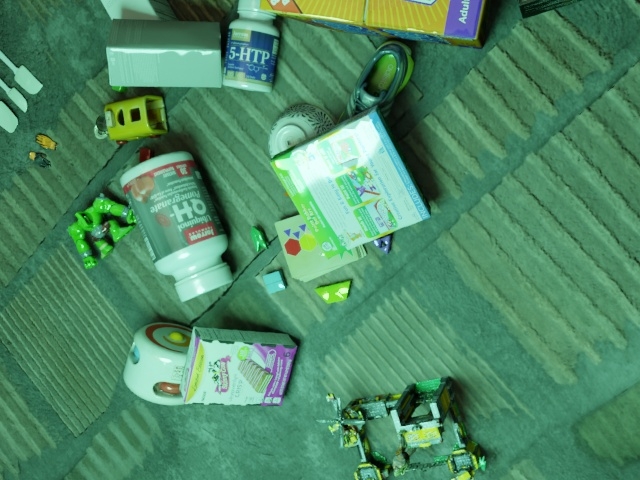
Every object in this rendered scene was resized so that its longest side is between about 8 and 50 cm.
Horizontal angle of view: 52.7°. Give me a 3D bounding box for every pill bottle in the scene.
[{"bbox_3d":[-0.320,-0.028,1.485,0.176,0.176,0.318,-24,89,21],"label":"pill bottle"},{"bbox_3d":[-0.148,-0.422,1.405,0.112,0.112,0.187,12,101,18],"label":"pill bottle"}]

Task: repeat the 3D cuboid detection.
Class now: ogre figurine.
[{"bbox_3d":[-0.548,-0.033,1.613,0.118,0.097,0.197,47,121,-4],"label":"ogre figurine"}]

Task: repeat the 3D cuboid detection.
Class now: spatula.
[{"bbox_3d":[-0.855,-0.420,1.713,0.242,0.019,0.168,43,110,10],"label":"spatula"}]

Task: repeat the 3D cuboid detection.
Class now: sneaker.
[{"bbox_3d":[0.093,-0.271,1.327,0.111,0.121,0.300,24,105,9],"label":"sneaker"}]

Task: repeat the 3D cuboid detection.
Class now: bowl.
[{"bbox_3d":[-0.051,-0.213,1.415,0.170,0.080,0.170,3,99,20],"label":"bowl"}]

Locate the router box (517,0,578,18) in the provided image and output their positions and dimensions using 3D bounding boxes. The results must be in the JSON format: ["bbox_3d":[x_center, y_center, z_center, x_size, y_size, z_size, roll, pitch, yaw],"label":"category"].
[{"bbox_3d":[0.448,-0.461,1.171,0.179,0.133,0.046,-12,93,21],"label":"router box"}]

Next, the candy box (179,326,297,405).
[{"bbox_3d":[-0.185,0.287,1.460,0.233,0.071,0.159,8,104,-26],"label":"candy box"}]

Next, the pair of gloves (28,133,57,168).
[{"bbox_3d":[-0.729,-0.234,1.695,0.074,0.010,0.083,27,106,14],"label":"pair of gloves"}]

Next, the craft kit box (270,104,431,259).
[{"bbox_3d":[0.063,-0.112,1.325,0.246,0.061,0.250,-23,110,19],"label":"craft kit box"}]

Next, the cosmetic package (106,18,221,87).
[{"bbox_3d":[-0.333,-0.406,1.403,0.238,0.127,0.107,2,136,-9],"label":"cosmetic package"}]

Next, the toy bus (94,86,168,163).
[{"bbox_3d":[-0.468,-0.288,1.543,0.191,0.104,0.202,39,108,12],"label":"toy bus"}]

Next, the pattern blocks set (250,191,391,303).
[{"bbox_3d":[0.000,0.000,1.450,0.325,0.026,0.285,-8,96,20],"label":"pattern blocks set"}]

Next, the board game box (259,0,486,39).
[{"bbox_3d":[0.138,-0.544,1.122,0.356,0.356,0.356,12,106,12],"label":"board game box"}]

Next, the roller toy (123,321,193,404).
[{"bbox_3d":[-0.355,0.284,1.531,0.209,0.191,0.146,23,103,16],"label":"roller toy"}]

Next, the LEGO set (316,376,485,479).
[{"bbox_3d":[0.169,0.431,1.359,0.331,0.192,0.255,-8,94,21],"label":"LEGO set"}]

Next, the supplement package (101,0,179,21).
[{"bbox_3d":[-0.417,-0.533,1.491,0.105,0.105,0.179,-31,86,20],"label":"supplement package"}]
